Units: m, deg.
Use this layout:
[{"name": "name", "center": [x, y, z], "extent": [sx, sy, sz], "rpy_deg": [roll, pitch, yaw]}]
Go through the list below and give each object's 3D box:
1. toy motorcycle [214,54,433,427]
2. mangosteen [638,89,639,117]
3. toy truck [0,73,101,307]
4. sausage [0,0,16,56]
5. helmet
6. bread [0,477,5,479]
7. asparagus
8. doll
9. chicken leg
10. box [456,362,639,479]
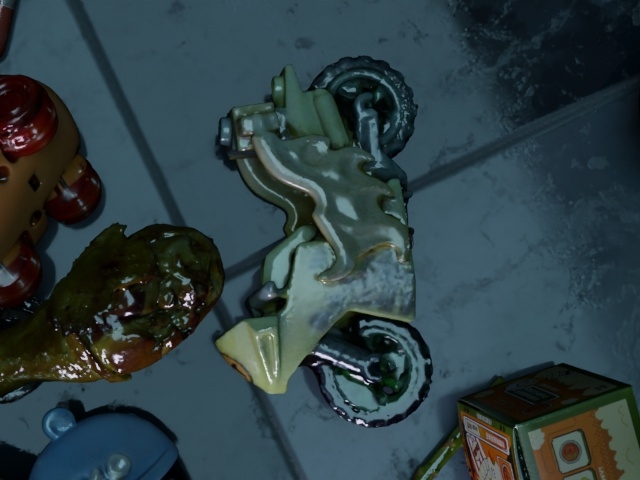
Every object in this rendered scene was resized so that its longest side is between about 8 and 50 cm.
[{"name": "toy motorcycle", "center": [0.000, 0.000, 1.602], "extent": [0.237, 0.169, 0.410], "rpy_deg": [0, 82, -12]}, {"name": "mangosteen", "center": [0.483, -0.148, 1.647], "extent": [0.250, 0.211, 0.211], "rpy_deg": [9, 86, -35]}, {"name": "toy truck", "center": [-0.393, -0.064, 1.558], "extent": [0.239, 0.189, 0.265], "rpy_deg": [20, 64, 28]}, {"name": "sausage", "center": [-0.349, -0.315, 1.644], "extent": [0.034, 0.034, 0.253], "rpy_deg": [11, 86, -5]}, {"name": "helmet", "center": [-0.343, 0.114, 1.606], "extent": [0.098, 0.070, 0.123], "rpy_deg": [25, 89, -13]}, {"name": "bread", "center": [-0.415, 0.242, 1.506], "extent": [0.368, 0.084, 0.077], "rpy_deg": [25, 42, 14]}, {"name": "asparagus", "center": [0.133, 0.255, 1.671], "extent": [0.248, 0.025, 0.024], "rpy_deg": [-50, 135, -6]}, {"name": "doll", "center": [-0.200, 0.309, 1.578], "extent": [0.177, 0.141, 0.314], "rpy_deg": [-39, 97, -21]}, {"name": "chicken leg", "center": [-0.258, 0.096, 1.482], "extent": [0.361, 0.211, 0.140], "rpy_deg": [-27, 81, -13]}, {"name": "box", "center": [0.256, 0.246, 1.583], "extent": [0.148, 0.195, 0.177], "rpy_deg": [-18, 97, -10]}]
